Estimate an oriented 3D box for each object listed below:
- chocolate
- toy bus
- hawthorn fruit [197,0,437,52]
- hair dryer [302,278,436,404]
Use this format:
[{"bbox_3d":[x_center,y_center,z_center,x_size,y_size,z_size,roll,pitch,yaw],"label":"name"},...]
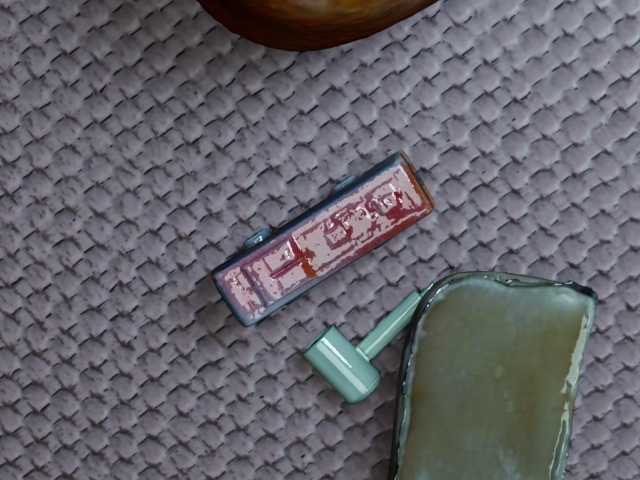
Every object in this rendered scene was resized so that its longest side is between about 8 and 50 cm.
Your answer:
[{"bbox_3d":[0.124,0.143,1.373,0.161,0.083,0.261,9,100,-17],"label":"chocolate"},{"bbox_3d":[0.000,0.000,1.355,0.192,0.077,0.065,-33,94,5],"label":"toy bus"},{"bbox_3d":[0.005,-0.278,1.224,0.311,0.295,0.295,10,100,-24],"label":"hawthorn fruit"},{"bbox_3d":[0.049,0.073,1.389,0.124,0.038,0.063,-44,95,2],"label":"hair dryer"}]
